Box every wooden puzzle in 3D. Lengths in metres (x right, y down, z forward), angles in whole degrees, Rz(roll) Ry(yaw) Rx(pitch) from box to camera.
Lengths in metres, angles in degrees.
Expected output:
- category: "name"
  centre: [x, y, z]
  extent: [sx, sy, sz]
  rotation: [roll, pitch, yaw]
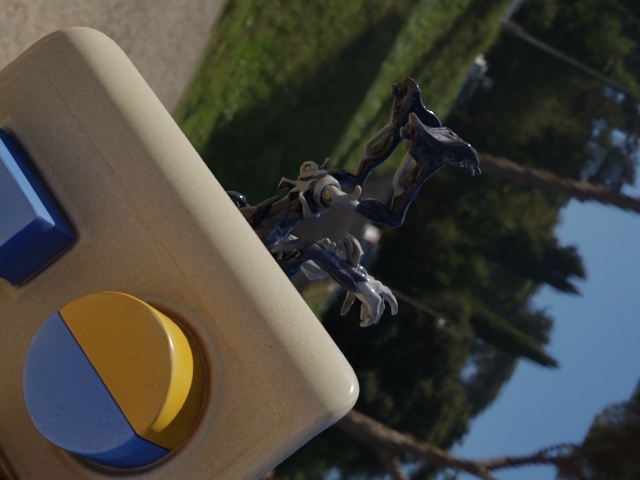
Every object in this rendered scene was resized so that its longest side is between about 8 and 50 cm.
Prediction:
- category: "wooden puzzle"
  centre: [-0.202, 0.065, 0.796]
  extent: [0.348, 0.322, 0.080]
  rotation: [-36, 155, -2]

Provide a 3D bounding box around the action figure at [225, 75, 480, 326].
- category: "action figure"
  centre: [0.000, 0.000, 1.100]
  extent: [0.275, 0.141, 0.164]
  rotation: [-37, -145, -1]
